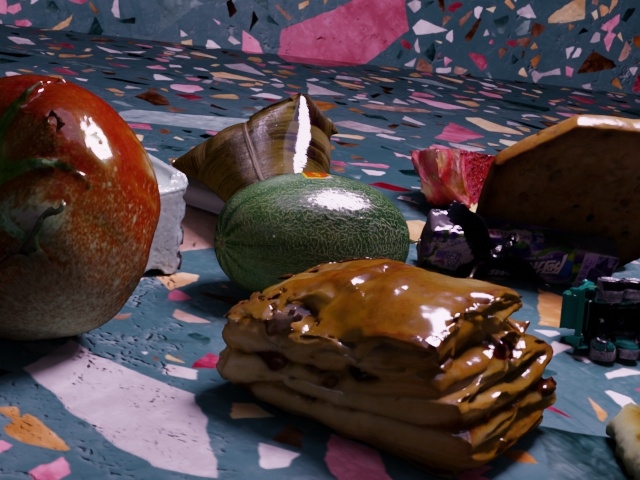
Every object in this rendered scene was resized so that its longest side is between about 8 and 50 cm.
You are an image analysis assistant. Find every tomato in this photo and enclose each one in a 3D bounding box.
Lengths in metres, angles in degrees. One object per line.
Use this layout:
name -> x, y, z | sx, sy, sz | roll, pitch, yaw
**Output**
tomato -> -0.323, -0.031, 1.336 | 0.304, 0.303, 0.239 | 21, -7, 32

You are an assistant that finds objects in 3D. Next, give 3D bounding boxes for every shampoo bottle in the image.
shampoo bottle -> -0.156, -0.071, 1.914 | 0.227, 0.055, 0.086 | 18, 30, 23

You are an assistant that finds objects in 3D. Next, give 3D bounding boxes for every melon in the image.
melon -> 0.000, 0.000, 1.571 | 0.288, 0.182, 0.182 | 4, 18, -19

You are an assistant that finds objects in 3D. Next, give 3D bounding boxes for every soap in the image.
soap -> -0.291, -0.057, 1.648 | 0.094, 0.150, 0.261 | -11, 26, -37

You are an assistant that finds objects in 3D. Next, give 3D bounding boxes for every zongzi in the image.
zongzi -> -0.124, -0.068, 1.791 | 0.288, 0.134, 0.285 | -13, 50, 23

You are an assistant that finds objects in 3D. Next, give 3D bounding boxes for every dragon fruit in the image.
dragon fruit -> 0.253, -0.107, 2.170 | 0.161, 0.126, 0.274 | 9, 5, 33

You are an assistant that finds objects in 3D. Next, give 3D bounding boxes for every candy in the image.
candy -> 0.308, 0.018, 1.829 | 0.313, 0.088, 0.061 | 8, 41, -7

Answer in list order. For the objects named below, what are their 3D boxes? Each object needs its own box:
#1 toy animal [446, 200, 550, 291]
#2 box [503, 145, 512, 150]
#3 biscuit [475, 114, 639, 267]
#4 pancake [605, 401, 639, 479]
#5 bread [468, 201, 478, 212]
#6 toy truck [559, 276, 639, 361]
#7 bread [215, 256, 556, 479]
toy animal -> 0.257, 0.026, 1.768 | 0.220, 0.108, 0.062 | 37, 7, -21
box -> 0.426, -0.067, 2.029 | 0.103, 0.180, 0.250 | -19, 30, -36
biscuit -> 0.417, -0.066, 1.811 | 0.359, 0.359, 0.046 | 8, 48, -8
pancake -> 0.455, 0.263, 1.210 | 0.377, 0.054, 0.197 | 26, 23, 39
bread -> 0.249, -0.022, 1.945 | 0.109, 0.080, 0.084 | -3, 20, -43
toy truck -> 0.426, 0.100, 1.625 | 0.216, 0.110, 0.116 | 1, 8, -25
bread -> 0.086, 0.111, 1.294 | 0.325, 0.167, 0.277 | 21, 20, 28
